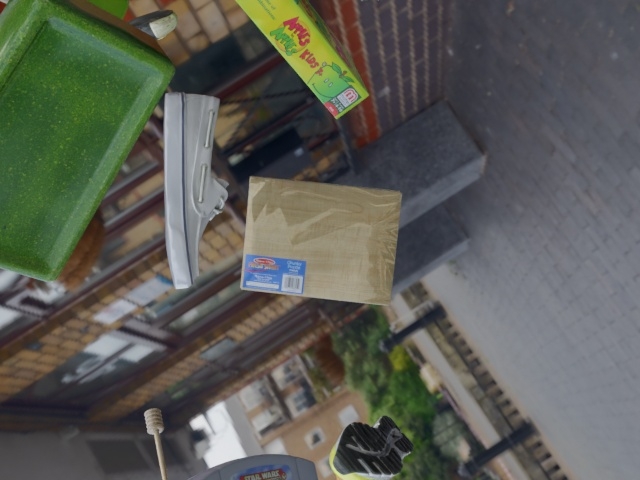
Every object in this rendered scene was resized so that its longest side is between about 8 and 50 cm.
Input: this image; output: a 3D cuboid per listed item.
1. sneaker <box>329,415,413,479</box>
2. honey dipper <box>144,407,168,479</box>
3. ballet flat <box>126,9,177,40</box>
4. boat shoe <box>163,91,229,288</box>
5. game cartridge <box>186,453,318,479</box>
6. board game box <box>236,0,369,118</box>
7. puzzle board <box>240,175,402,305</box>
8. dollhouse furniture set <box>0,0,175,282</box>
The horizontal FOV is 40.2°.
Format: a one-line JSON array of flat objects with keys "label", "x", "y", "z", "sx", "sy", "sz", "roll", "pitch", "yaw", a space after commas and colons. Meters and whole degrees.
[{"label": "sneaker", "x": 0.052, "y": 0.286, "z": 1.114, "sx": 0.081, "sy": 0.094, "sz": 0.208, "roll": 50, "pitch": -168, "yaw": 20}, {"label": "honey dipper", "x": -0.278, "y": 0.366, "z": 1.506, "sx": 0.030, "sy": 0.030, "sz": 0.161, "roll": 58, "pitch": -170, "yaw": -52}, {"label": "ballet flat", "x": -0.213, "y": -0.186, "z": 0.893, "sx": 0.049, "sy": 0.173, "sz": 0.057, "roll": 58, "pitch": -158, "yaw": -18}, {"label": "boat shoe", "x": -0.169, "y": -0.069, "z": 1.197, "sx": 0.096, "sy": 0.088, "sz": 0.268, "roll": 148, "pitch": 120, "yaw": -77}, {"label": "game cartridge", "x": -0.091, "y": 0.419, "z": 1.289, "sx": 0.297, "sy": 0.062, "sz": 0.198, "roll": 8, "pitch": -113, "yaw": -53}, {"label": "board game box", "x": -0.027, "y": -0.212, "z": 0.853, "sx": 0.181, "sy": 0.043, "sz": 0.092, "roll": 45, "pitch": -163, "yaw": -37}, {"label": "puzzle board", "x": 0.000, "y": 0.000, "z": 0.732, "sx": 0.011, "sy": 0.128, "sz": 0.097, "roll": -65, "pitch": -20, "yaw": -82}, {"label": "dollhouse furniture set", "x": -0.259, "y": -0.129, "z": 0.463, "sx": 0.301, "sy": 0.151, "sz": 0.197, "roll": 23, "pitch": -160, "yaw": -41}]
